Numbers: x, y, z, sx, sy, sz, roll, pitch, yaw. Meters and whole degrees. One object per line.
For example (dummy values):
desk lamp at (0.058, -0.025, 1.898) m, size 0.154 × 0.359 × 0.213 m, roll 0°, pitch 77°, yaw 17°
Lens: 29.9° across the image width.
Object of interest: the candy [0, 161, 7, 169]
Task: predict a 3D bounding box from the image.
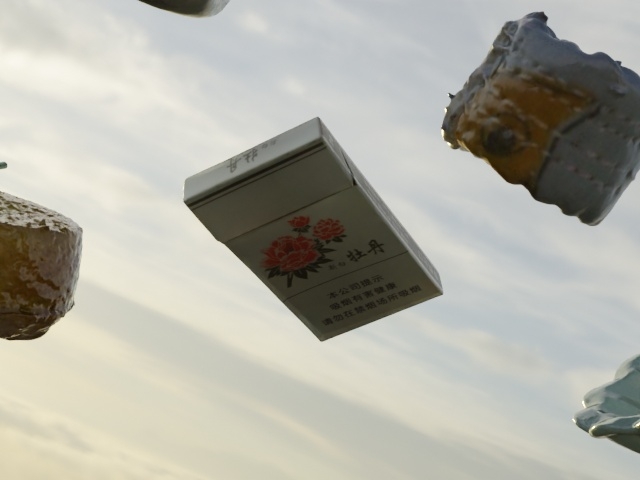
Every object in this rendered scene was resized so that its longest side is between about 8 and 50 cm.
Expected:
candy at (-0.362, -0.066, 1.194) m, size 0.062 × 0.058 × 0.194 m, roll -24°, pitch 1°, yaw 16°

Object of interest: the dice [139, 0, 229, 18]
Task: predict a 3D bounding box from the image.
dice at (-0.159, -0.361, 1.288) m, size 0.192 × 0.193 × 0.194 m, roll 28°, pitch 21°, yaw 0°

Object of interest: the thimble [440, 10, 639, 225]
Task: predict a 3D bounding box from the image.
thimble at (0.176, -0.089, 0.884) m, size 0.127 × 0.117 × 0.151 m, roll 39°, pitch 13°, yaw 34°

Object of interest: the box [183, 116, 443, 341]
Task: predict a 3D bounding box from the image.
box at (0.000, 0.000, 0.859) m, size 0.109 × 0.029 × 0.198 m, roll -23°, pitch -43°, yaw 18°

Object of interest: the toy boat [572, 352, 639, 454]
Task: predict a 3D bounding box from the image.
toy boat at (0.308, 0.078, 0.808) m, size 0.100 × 0.290 × 0.199 m, roll 57°, pitch -21°, yaw -1°

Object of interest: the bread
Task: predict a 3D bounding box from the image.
bread at (-0.309, 0.023, 1.198) m, size 0.140 × 0.143 × 0.229 m, roll 10°, pitch 10°, yaw -13°
